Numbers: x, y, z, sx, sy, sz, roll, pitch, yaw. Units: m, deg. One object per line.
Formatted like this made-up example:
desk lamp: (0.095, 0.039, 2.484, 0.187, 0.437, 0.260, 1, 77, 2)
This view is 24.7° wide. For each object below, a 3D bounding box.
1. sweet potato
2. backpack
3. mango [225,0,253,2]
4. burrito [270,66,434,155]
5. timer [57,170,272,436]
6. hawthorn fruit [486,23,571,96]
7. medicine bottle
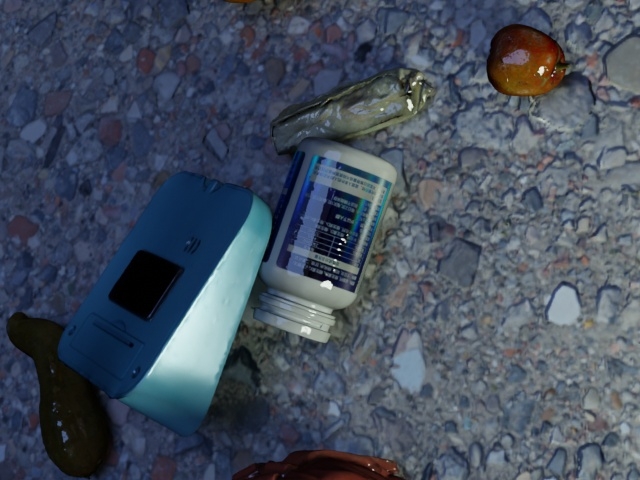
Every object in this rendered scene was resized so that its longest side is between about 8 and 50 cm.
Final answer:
sweet potato: (-0.294, 0.159, 1.629, 0.081, 0.062, 0.233, -39, 58, 19)
backpack: (-0.019, 0.263, 1.341, 0.229, 0.229, 0.138, -10, 70, 29)
mango: (-0.106, -0.348, 1.605, 0.113, 0.138, 0.253, -14, 43, -17)
burrito: (0.030, -0.136, 1.515, 0.188, 0.045, 0.058, -17, 95, 25)
timer: (-0.148, 0.056, 1.517, 0.250, 0.091, 0.232, -60, 29, -6)
hawthorn fruit: (0.198, -0.173, 1.409, 0.077, 0.077, 0.077, -8, 74, 29)
medicine bottle: (0.000, 0.000, 1.461, 0.107, 0.107, 0.191, 18, 88, 33)
